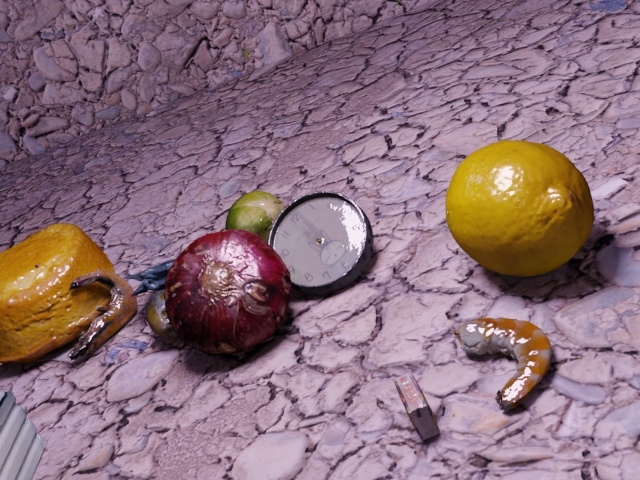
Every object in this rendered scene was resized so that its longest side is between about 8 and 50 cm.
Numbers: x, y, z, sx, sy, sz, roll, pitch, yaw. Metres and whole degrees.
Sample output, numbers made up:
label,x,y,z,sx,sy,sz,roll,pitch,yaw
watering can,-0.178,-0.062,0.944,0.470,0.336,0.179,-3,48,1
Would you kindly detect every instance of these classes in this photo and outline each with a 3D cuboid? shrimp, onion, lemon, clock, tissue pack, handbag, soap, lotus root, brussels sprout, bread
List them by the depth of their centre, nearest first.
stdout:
label,x,y,z,sx,sy,sz,roll,pitch,yaw
tissue pack,0.139,0.238,1.102,0.035,0.063,0.083,-26,29,3
shrimp,0.260,0.183,1.130,0.161,0.049,0.166,-3,43,33
lemon,0.328,-0.054,1.278,0.236,0.235,0.263,-18,13,13
soap,-0.578,0.397,1.311,0.094,0.150,0.261,-17,28,9
onion,-0.175,0.103,1.454,0.246,0.190,0.246,-7,61,12
clock,-0.002,0.001,1.524,0.215,0.042,0.214,-7,66,17
lotus root,-0.310,0.142,1.600,0.113,0.088,0.192,-22,13,-9
handbag,-0.297,0.062,1.672,0.229,0.062,0.179,-17,0,7
shrimp,-0.500,0.156,1.673,0.046,0.152,0.219,-16,31,48
brussels sprout,-0.148,-0.046,1.771,0.155,0.117,0.155,-7,49,9
bread,-0.668,0.120,1.795,0.358,0.204,0.337,-35,30,-12
